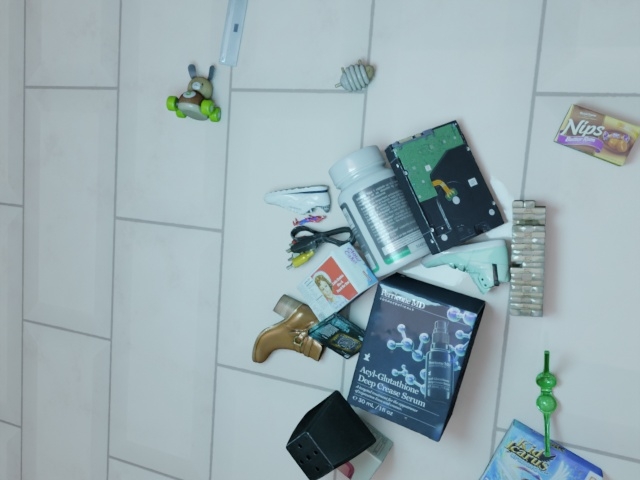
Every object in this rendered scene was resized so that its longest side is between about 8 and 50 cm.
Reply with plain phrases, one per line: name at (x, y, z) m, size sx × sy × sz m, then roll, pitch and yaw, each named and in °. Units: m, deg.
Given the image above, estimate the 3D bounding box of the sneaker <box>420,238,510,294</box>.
sneaker at (0.426, 0.091, 1.610) m, size 0.255 × 0.094 × 0.151 m, roll -12°, pitch 83°, yaw 25°

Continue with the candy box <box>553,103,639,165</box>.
candy box at (0.745, -0.285, 1.478) m, size 0.186 × 0.053 × 0.109 m, roll 27°, pitch 104°, yaw 17°

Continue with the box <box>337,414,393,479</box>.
box at (0.096, 0.659, 1.778) m, size 0.232 × 0.148 × 0.127 m, roll 35°, pitch 107°, yaw 16°

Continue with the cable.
cable at (0.000, 0.000, 1.788) m, size 0.287 × 0.072 × 0.139 m, roll -17°, pitch 54°, yaw 26°

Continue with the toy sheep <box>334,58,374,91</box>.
toy sheep at (0.106, -0.507, 1.703) m, size 0.132 × 0.091 × 0.091 m, roll -23°, pitch 86°, yaw 17°

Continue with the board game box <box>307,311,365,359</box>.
board game box at (0.068, 0.308, 1.755) m, size 0.126 × 0.026 × 0.186 m, roll -37°, pitch 123°, yaw 26°

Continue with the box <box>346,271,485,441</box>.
box at (0.287, 0.334, 1.636) m, size 0.293 × 0.212 × 0.396 m, roll 17°, pitch 100°, yaw 21°

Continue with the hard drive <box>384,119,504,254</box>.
hard drive at (0.355, -0.155, 1.575) m, size 0.236 × 0.064 × 0.339 m, roll -23°, pitch 86°, yaw -18°

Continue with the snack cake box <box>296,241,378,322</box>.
snack cake box at (0.046, 0.138, 1.719) m, size 0.152 × 0.089 × 0.264 m, roll 55°, pitch 142°, yaw 10°

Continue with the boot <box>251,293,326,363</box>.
boot at (-0.093, 0.348, 1.863) m, size 0.220 × 0.109 × 0.283 m, roll 32°, pitch 99°, yaw 13°

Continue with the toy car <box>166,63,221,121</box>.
toy car at (-0.426, -0.522, 1.898) m, size 0.155 × 0.149 × 0.188 m, roll 9°, pitch 86°, yaw 9°

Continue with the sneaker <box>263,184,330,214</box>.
sneaker at (-0.082, -0.129, 1.817) m, size 0.235 × 0.090 × 0.095 m, roll -2°, pitch 103°, yaw 24°

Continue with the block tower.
block tower at (0.588, 0.055, 1.551) m, size 0.091 × 0.097 × 0.336 m, roll 1°, pitch 96°, yaw 23°

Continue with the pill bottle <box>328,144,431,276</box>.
pill bottle at (0.178, -0.088, 1.646) m, size 0.204 × 0.204 × 0.361 m, roll -29°, pitch 84°, yaw 22°

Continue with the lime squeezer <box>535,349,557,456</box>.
lime squeezer at (0.650, 0.447, 1.556) m, size 0.058 × 0.110 × 0.310 m, roll -2°, pitch 99°, yaw 5°

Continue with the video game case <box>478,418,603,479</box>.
video game case at (0.637, 0.705, 1.608) m, size 0.269 × 0.061 × 0.244 m, roll 28°, pitch 103°, yaw 18°

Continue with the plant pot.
plant pot at (0.014, 0.590, 1.606) m, size 0.187 × 0.167 × 0.188 m, roll 50°, pitch 128°, yaw 10°

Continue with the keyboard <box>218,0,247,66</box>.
keyboard at (-0.299, -0.735, 1.889) m, size 0.072 × 0.014 × 0.256 m, roll 15°, pitch 101°, yaw 15°

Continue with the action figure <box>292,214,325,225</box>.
action figure at (-0.037, -0.070, 1.825) m, size 0.115 × 0.038 × 0.030 m, roll -5°, pitch 110°, yaw 23°
